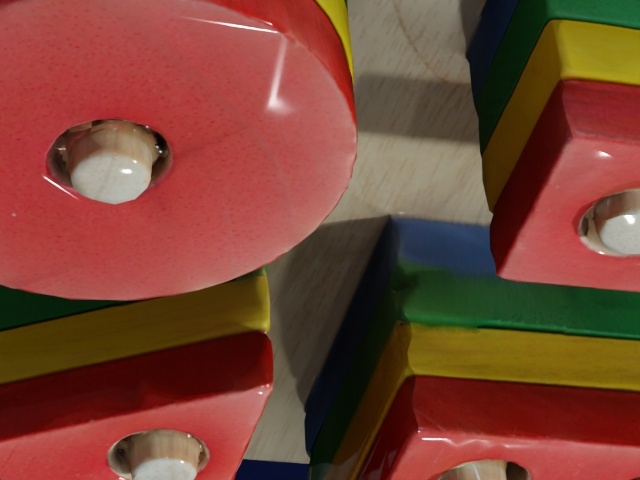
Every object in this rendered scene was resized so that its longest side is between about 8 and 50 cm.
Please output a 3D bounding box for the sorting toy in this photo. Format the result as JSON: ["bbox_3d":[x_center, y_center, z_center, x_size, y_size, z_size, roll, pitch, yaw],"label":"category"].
[{"bbox_3d":[0.000,0.000,0.433,0.257,0.255,0.089,112,-21,-50],"label":"sorting toy"}]
